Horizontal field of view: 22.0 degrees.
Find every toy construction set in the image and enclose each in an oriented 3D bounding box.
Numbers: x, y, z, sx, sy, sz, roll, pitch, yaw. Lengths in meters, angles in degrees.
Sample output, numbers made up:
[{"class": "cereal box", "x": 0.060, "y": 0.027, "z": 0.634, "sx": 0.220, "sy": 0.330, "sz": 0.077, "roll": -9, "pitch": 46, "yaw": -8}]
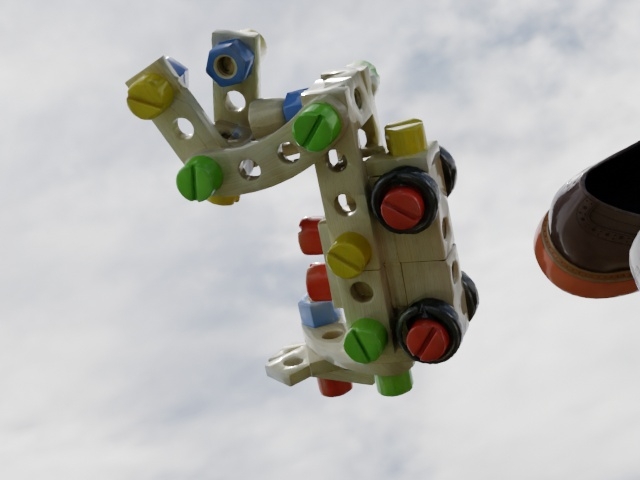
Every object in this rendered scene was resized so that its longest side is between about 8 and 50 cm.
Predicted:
[{"class": "toy construction set", "x": 0.000, "y": 0.000, "z": 1.215, "sx": 0.215, "sy": 0.151, "sz": 0.328, "roll": -4, "pitch": -53, "yaw": 20}]

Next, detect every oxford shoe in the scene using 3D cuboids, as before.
[{"class": "oxford shoe", "x": 0.275, "y": -0.039, "z": 1.086, "sx": 0.271, "sy": 0.097, "sz": 0.098, "roll": -20, "pitch": -28, "yaw": -18}]

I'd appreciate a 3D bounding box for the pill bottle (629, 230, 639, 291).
[{"class": "pill bottle", "x": 0.174, "y": 0.047, "z": 0.611, "sx": 0.078, "sy": 0.137, "sz": 0.078, "roll": -13, "pitch": -34, "yaw": -9}]
